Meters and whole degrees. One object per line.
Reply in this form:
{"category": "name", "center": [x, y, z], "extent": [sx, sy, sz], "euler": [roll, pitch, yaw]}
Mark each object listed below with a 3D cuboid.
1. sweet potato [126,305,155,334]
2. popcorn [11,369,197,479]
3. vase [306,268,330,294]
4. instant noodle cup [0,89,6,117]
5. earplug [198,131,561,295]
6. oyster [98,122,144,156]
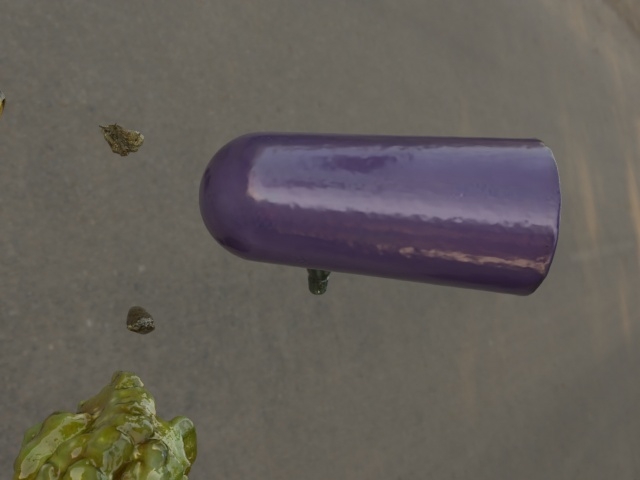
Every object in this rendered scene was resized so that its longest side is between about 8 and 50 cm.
{"category": "sweet potato", "center": [-0.270, 0.123, 1.496], "extent": [0.153, 0.041, 0.038], "euler": [-162, -111, -78]}
{"category": "popcorn", "center": [-0.296, 0.356, 1.402], "extent": [0.279, 0.274, 0.335], "euler": [60, 12, -6]}
{"category": "vase", "center": [0.000, 0.000, 1.604], "extent": [0.060, 0.060, 0.211], "euler": [-66, 165, -54]}
{"category": "instant noodle cup", "center": [-0.561, -0.190, 1.525], "extent": [0.151, 0.151, 0.122], "euler": [50, 49, -43]}
{"category": "earplug", "center": [0.069, -0.048, 1.313], "extent": [0.215, 0.456, 0.215], "euler": [-176, -90, -81]}
{"category": "oyster", "center": [-0.290, -0.146, 1.413], "extent": [0.038, 0.081, 0.083], "euler": [-64, 173, -6]}
